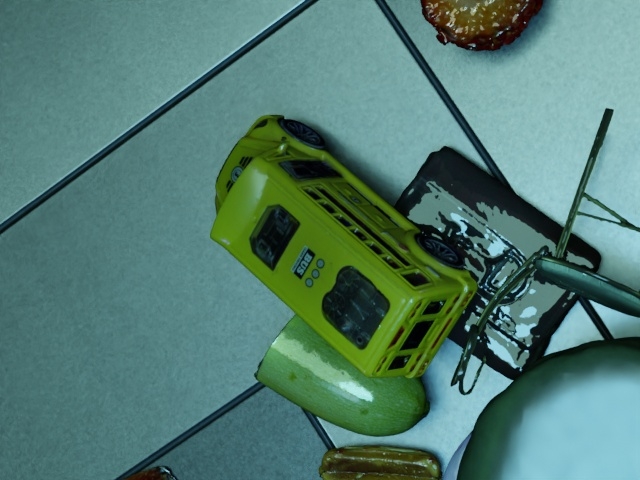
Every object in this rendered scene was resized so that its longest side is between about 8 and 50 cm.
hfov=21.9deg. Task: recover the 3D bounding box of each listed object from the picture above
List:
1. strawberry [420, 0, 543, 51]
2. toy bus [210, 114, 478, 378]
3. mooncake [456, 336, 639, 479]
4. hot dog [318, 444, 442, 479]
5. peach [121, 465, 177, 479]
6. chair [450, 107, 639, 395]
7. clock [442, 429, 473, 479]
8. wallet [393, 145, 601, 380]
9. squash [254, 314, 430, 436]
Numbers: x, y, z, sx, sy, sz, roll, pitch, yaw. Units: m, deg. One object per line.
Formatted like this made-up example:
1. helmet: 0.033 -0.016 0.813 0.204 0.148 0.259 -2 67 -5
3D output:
1. strawberry: 0.178 -0.272 1.800 0.145 0.086 0.145 0 89 13
2. toy bus: 0.000 0.000 1.776 0.331 0.151 0.145 41 114 26
3. mooncake: 0.309 0.267 1.615 0.357 0.194 0.356 -1 87 18
4. hot dog: 0.066 0.261 1.861 0.144 0.038 0.062 1 94 17
5. peach: -0.245 0.393 1.929 0.189 0.068 0.279 24 96 11
6. chair: 0.276 0.041 1.713 0.170 0.160 0.325 25 86 9
7. clock: 0.264 0.340 1.778 0.339 0.102 0.338 0 91 15
8. wallet: 0.174 0.027 1.826 0.229 0.049 0.182 35 96 10
9. squash: 0.034 0.154 1.833 0.187 0.123 0.123 30 98 9
